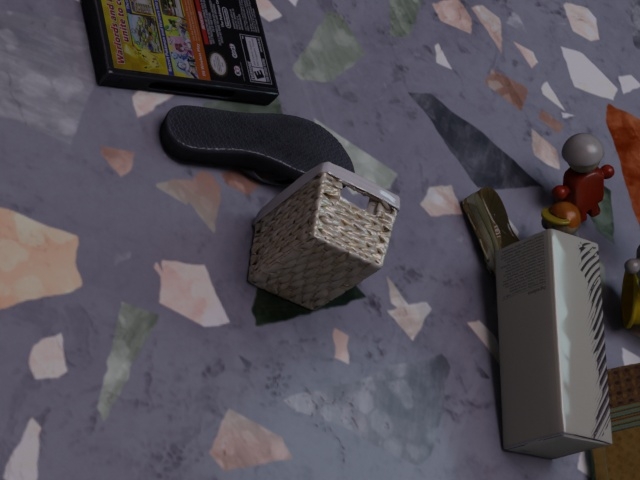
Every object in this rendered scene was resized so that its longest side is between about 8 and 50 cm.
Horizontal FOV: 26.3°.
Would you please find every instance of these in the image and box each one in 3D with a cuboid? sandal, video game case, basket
[{"bbox_3d":[-0.079,-0.114,1.700,0.254,0.054,0.097,12,49,-21],"label":"sandal"},{"bbox_3d":[-0.190,-0.308,1.741,0.248,0.035,0.275,3,62,-37],"label":"video game case"},{"bbox_3d":[0.000,0.000,1.605,0.113,0.167,0.103,25,57,-23],"label":"basket"}]

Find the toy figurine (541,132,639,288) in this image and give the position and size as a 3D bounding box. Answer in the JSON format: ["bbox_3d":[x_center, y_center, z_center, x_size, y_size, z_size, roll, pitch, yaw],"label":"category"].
[{"bbox_3d":[0.418,-0.041,1.903,0.213,0.148,0.210,10,46,21],"label":"toy figurine"}]

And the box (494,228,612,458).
[{"bbox_3d":[0.298,0.133,1.759,0.094,0.113,0.275,15,65,-33],"label":"box"}]

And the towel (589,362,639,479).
[{"bbox_3d":[0.478,0.311,1.724,0.040,0.271,0.370,49,32,-50],"label":"towel"}]

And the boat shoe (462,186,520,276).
[{"bbox_3d":[0.238,0.005,1.873,0.056,0.048,0.153,-12,77,-46],"label":"boat shoe"}]

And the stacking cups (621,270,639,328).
[{"bbox_3d":[0.593,0.089,1.939,0.316,0.096,0.096,4,54,4],"label":"stacking cups"}]
